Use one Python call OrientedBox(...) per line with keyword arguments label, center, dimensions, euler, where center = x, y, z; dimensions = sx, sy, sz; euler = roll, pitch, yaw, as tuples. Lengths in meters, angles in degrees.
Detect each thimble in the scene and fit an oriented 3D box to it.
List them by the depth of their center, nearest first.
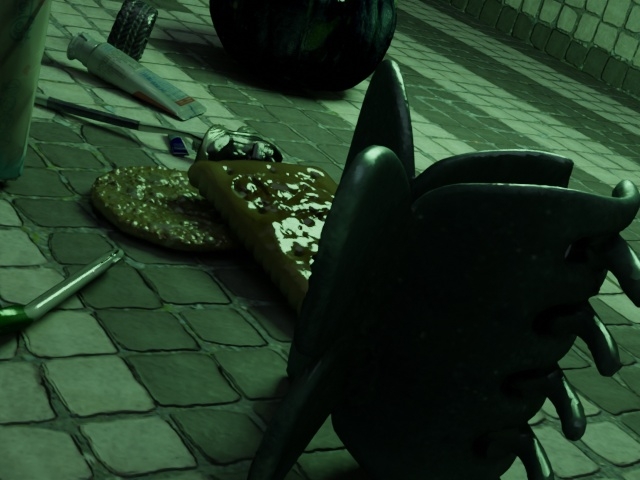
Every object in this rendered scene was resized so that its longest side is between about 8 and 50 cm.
OrientedBox(label="thimble", center=(-0.328, -0.364, 1.814), dimensions=(0.066, 0.104, 0.095), euler=(23, 24, -9))

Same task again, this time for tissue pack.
OrientedBox(label="tissue pack", center=(-0.408, -0.218, 1.175), dimensions=(0.201, 0.271, 0.124), euler=(31, 27, 29))

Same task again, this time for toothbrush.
OrientedBox(label="toothbrush", center=(-0.276, 0.067, 0.901), dimensions=(0.040, 0.042, 0.418), euler=(58, 23, -6))
OrientedBox(label="toothbrush", center=(-0.277, -0.166, 1.479), dimensions=(0.288, 0.026, 0.024), euler=(15, 17, 4))

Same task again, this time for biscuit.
OrientedBox(label="biscuit", center=(0.000, 0.000, 1.225), dimensions=(0.217, 0.044, 0.325), euler=(-1, 37, -38))
OrientedBox(label="biscuit", center=(-0.167, -0.040, 1.259), dimensions=(0.220, 0.033, 0.220), euler=(14, 23, -6))

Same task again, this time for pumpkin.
OrientedBox(label="pumpkin", center=(-0.034, -0.439, 2.021), dimensions=(0.364, 0.266, 0.363), euler=(12, 24, -6))

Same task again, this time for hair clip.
OrientedBox(label="hair clip", center=(0.099, 0.064, 0.842), dimensions=(0.239, 0.318, 0.392), euler=(19, 19, -1))

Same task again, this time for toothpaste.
OrientedBox(label="toothpaste", center=(-0.206, -0.140, 1.498), dimensions=(0.024, 0.015, 0.083), euler=(2, 31, -19))
OrientedBox(label="toothpaste", center=(-0.294, -0.258, 1.667), dimensions=(0.234, 0.057, 0.089), euler=(29, 25, 10))

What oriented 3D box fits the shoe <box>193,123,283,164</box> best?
OrientedBox(label="shoe", center=(-0.101, -0.108, 1.434), dimensions=(0.099, 0.071, 0.169), euler=(29, 21, 20))
